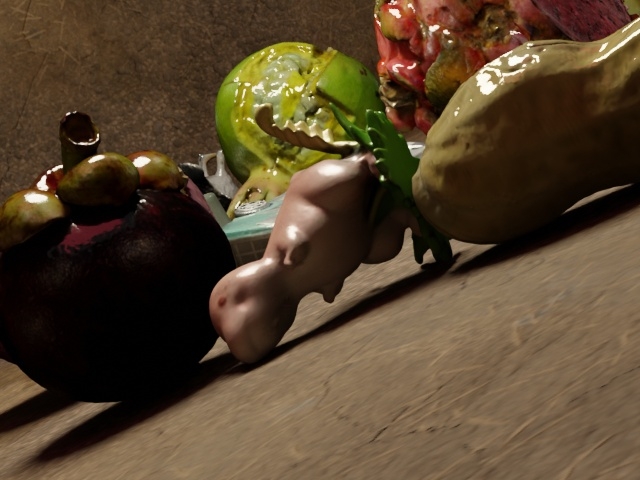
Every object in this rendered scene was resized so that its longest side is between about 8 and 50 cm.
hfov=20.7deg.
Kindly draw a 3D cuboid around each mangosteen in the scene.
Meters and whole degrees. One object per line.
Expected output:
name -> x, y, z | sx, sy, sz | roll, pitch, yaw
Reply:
mangosteen -> -0.170, 0.013, 1.369 | 0.194, 0.230, 0.194 | -21, 11, 4

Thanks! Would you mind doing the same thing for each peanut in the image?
peanut -> 0.193, -0.090, 1.220 | 0.290, 0.130, 0.130 | -22, 6, 19

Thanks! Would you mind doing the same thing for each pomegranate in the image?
pomegranate -> -0.033, -0.106, 2.194 | 0.236, 0.236, 0.301 | -20, 41, 51

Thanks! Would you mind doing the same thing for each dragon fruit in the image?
dragon fruit -> 0.181, -0.236, 2.005 | 0.263, 0.314, 0.296 | -42, -13, 31

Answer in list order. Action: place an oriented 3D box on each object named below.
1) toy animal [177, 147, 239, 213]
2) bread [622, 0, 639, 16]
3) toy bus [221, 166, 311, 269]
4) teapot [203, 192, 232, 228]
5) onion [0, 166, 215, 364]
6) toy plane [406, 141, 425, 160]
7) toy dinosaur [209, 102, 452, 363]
toy animal -> -0.114, -0.051, 2.394 | 0.273, 0.160, 0.197 | -15, 8, 31
bread -> 0.308, -0.240, 2.215 | 0.268, 0.130, 0.152 | -28, 41, -23
toy bus -> -0.001, -0.015, 1.672 | 0.109, 0.091, 0.262 | -9, 15, 36
teapot -> -0.163, -0.001, 1.970 | 0.162, 0.149, 0.239 | -26, 5, 16
onion -> -0.250, 0.066, 1.705 | 0.349, 0.159, 0.267 | -31, -9, 25
toy plane -> 0.060, -0.060, 1.931 | 0.171, 0.065, 0.162 | -20, 7, 36
toy dinosaur -> 0.003, 0.003, 1.330 | 0.177, 0.152, 0.194 | -25, 46, 17
